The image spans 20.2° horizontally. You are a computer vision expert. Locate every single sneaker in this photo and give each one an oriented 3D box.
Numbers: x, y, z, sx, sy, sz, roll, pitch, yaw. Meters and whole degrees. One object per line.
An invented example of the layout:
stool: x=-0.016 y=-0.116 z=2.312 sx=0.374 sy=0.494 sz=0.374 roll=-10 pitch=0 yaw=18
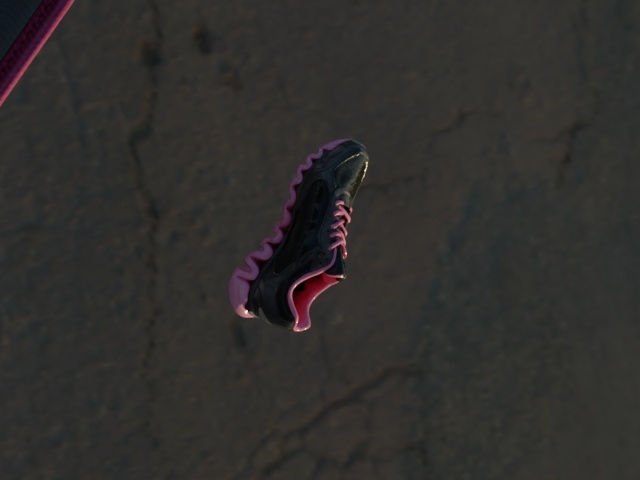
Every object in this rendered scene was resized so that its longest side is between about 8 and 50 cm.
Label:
sneaker: x=0.000 y=0.000 z=1.014 sx=0.119 sy=0.057 sz=0.047 roll=-60 pitch=143 yaw=-2

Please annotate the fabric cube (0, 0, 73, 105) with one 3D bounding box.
fabric cube: x=-0.224 y=-0.144 z=0.486 sx=0.259 sy=0.258 sz=0.254 roll=58 pitch=44 yaw=-33
